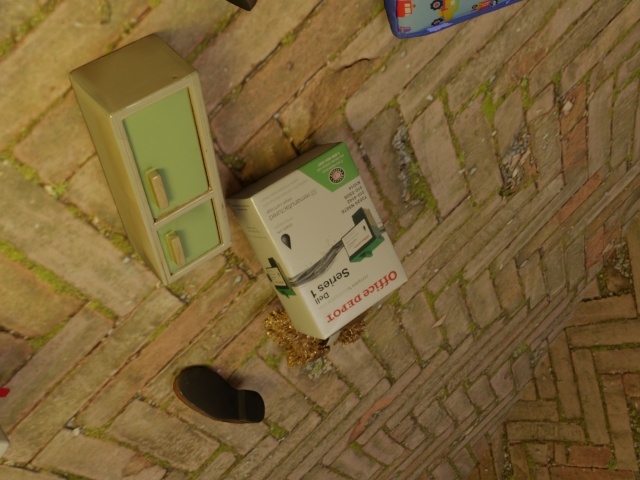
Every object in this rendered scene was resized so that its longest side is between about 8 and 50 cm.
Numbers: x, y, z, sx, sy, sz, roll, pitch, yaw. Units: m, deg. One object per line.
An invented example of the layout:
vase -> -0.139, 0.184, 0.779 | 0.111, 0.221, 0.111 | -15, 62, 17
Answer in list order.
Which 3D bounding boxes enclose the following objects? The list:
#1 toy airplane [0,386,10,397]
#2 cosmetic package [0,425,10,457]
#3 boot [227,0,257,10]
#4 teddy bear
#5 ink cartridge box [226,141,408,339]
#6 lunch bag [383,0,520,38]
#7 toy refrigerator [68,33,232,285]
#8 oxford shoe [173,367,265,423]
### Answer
toy airplane -> -0.435, 0.209, 0.907 | 0.151, 0.028, 0.151 | -30, 144, -24
cosmetic package -> -0.508, 0.196, 0.675 | 0.197, 0.155, 0.365 | -53, 148, 11
boot -> -0.107, -0.322, 0.632 | 0.115, 0.112, 0.305 | -52, 148, -11
teddy bear -> 0.010, 0.096, 1.267 | 0.245, 0.113, 0.338 | -33, 155, -8
ink cartridge box -> 0.000, 0.000, 1.027 | 0.160, 0.093, 0.219 | -34, 107, -21
lunch bag -> 0.185, -0.378, 0.911 | 0.293, 0.138, 0.221 | -30, 149, -10
toy refrigerator -> -0.174, -0.076, 0.834 | 0.102, 0.094, 0.269 | -33, 147, -23
oxford shoe -> -0.181, 0.268, 1.252 | 0.076, 0.076, 0.212 | -15, 147, 26
